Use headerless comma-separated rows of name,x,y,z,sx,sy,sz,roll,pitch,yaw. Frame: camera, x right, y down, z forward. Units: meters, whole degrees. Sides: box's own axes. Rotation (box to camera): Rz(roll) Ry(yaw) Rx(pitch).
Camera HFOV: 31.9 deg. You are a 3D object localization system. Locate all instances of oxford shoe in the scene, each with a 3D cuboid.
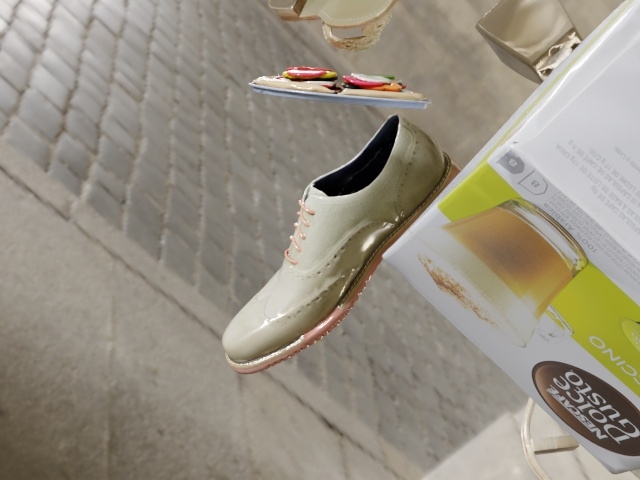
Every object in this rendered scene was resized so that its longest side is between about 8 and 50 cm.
oxford shoe,0.000,0.000,1.440,0.146,0.397,0.140,45,-2,-32

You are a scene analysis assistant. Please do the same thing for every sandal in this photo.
sandal,0.035,-0.251,1.253,0.079,0.088,0.240,45,-13,-33

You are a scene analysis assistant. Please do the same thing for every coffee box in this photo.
coffee box,0.328,-0.024,1.081,0.337,0.338,0.334,43,-24,1

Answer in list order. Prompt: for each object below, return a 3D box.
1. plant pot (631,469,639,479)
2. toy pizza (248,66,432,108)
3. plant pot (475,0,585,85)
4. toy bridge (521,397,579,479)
plant pot,0.532,0.187,1.460,0.334,0.305,0.334,36,8,-6
toy pizza,0.022,-0.169,1.222,0.201,0.032,0.201,5,9,-1
plant pot,0.289,-0.267,1.474,0.109,0.109,0.096,34,18,-55
toy bridge,0.273,0.244,1.329,0.026,0.063,0.188,109,-25,-64
